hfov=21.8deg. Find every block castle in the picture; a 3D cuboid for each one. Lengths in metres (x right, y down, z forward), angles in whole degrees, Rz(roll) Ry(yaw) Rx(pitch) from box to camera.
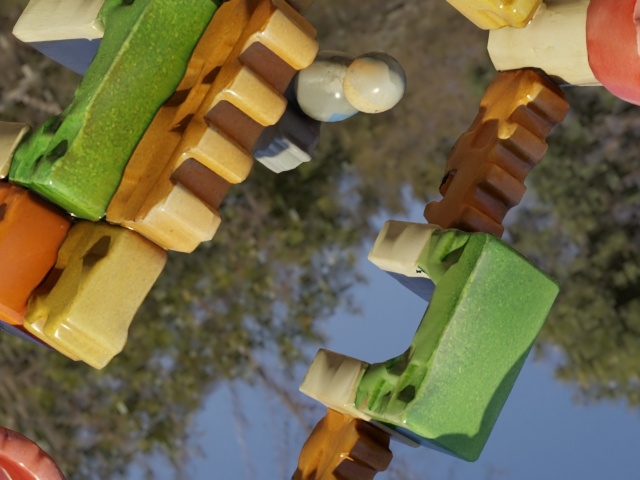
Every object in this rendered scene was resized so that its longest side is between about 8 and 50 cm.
[{"bbox_3d":[0.000,0.000,0.774,0.213,0.303,0.453,9,-112,61],"label":"block castle"}]
